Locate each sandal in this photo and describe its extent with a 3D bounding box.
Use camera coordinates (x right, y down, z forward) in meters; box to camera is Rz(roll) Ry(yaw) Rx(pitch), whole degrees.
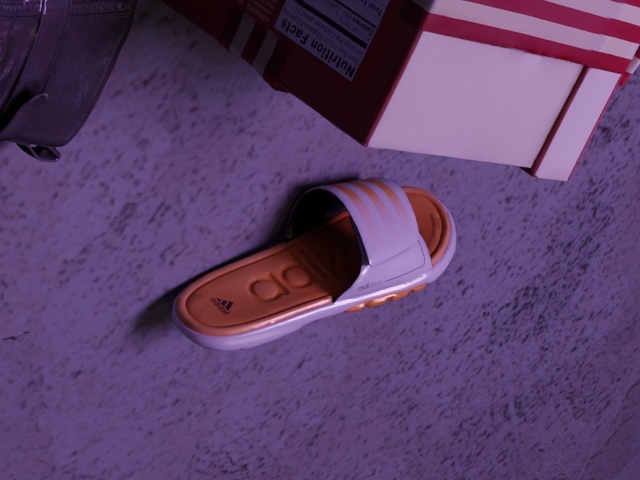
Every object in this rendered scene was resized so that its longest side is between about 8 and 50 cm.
[{"bbox_3d":[0.006,0.006,1.288,0.265,0.102,0.076,-25,142,-33],"label":"sandal"}]

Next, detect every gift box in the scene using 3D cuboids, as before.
[{"bbox_3d":[0.095,-0.203,1.052,0.258,0.255,0.276,5,122,-51],"label":"gift box"}]

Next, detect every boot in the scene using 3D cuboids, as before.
[{"bbox_3d":[-0.186,-0.151,0.923,0.229,0.091,0.263,-14,136,-52],"label":"boot"}]
